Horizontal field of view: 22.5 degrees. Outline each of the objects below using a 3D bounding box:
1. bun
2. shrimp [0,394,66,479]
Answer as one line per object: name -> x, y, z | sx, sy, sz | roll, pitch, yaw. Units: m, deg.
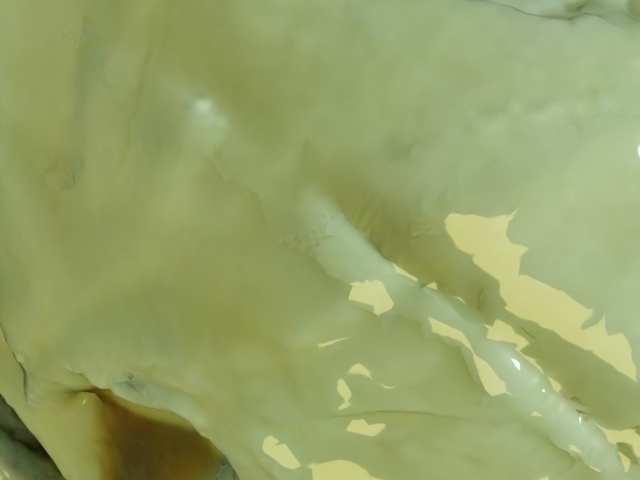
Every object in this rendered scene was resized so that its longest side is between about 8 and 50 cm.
bun -> -0.001, 0.005, 0.523 | 0.364, 0.202, 0.364 | 26, 140, 25
shrimp -> -0.156, 0.028, 0.654 | 0.085, 0.247, 0.360 | -41, 116, 0
